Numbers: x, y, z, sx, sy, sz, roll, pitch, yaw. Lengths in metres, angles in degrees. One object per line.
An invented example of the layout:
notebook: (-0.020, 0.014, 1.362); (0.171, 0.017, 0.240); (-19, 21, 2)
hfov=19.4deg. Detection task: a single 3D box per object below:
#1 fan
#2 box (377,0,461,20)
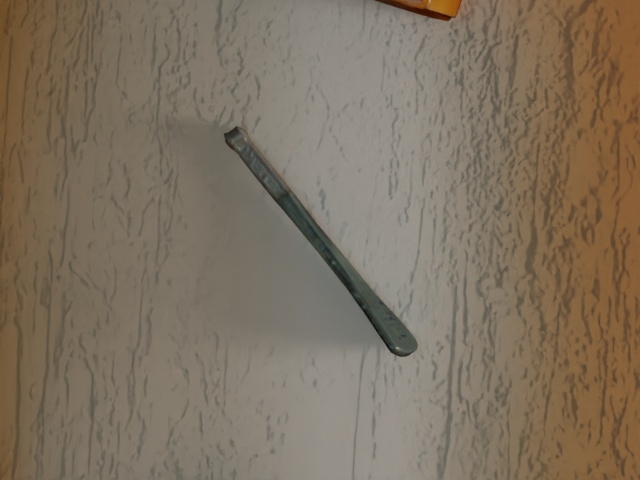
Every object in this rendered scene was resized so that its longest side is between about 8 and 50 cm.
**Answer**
fan: (0.000, 0.000, 1.812); (0.023, 0.057, 0.282); (-43, 77, 23)
box: (-0.004, -0.358, 1.733); (0.341, 0.143, 0.225); (20, 99, 11)
